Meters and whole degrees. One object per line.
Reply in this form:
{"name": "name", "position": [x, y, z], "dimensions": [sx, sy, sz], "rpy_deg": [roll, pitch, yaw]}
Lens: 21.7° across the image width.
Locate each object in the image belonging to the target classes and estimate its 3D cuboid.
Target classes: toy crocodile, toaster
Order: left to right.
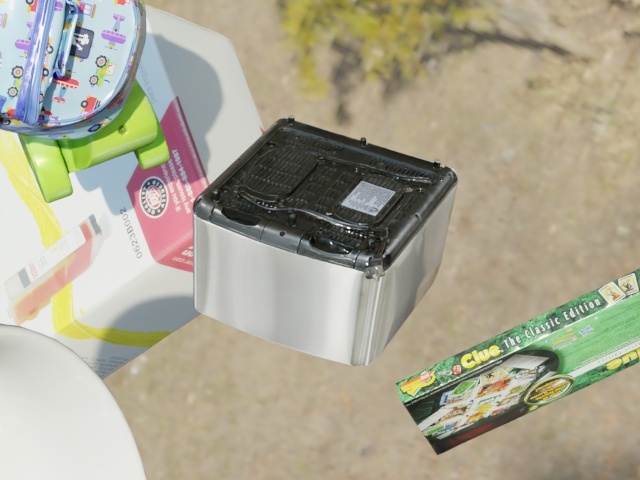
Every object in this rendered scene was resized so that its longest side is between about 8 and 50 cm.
{"name": "toy crocodile", "position": [-0.206, -0.110, 1.447], "dimensions": [0.340, 0.115, 0.105], "rpy_deg": [-143, 34, -74]}
{"name": "toaster", "position": [0.000, 0.000, 1.303], "dimensions": [0.185, 0.168, 0.110], "rpy_deg": [-49, -29, -51]}

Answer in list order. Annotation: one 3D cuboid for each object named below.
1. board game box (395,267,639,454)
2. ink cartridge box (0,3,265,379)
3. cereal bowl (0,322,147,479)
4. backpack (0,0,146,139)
{"name": "board game box", "position": [0.209, 0.118, 1.599], "dimensions": [0.260, 0.136, 0.030], "rpy_deg": [-25, 54, 4]}
{"name": "ink cartridge box", "position": [-0.242, -0.029, 1.830], "dimensions": [0.385, 0.160, 0.279], "rpy_deg": [-35, 63, 27]}
{"name": "cereal bowl", "position": [-0.229, 0.203, 0.845], "dimensions": [0.141, 0.339, 0.339], "rpy_deg": [6, 76, 28]}
{"name": "backpack", "position": [-0.207, -0.148, 1.192], "dimensions": [0.117, 0.173, 0.158], "rpy_deg": [-159, 86, -72]}
